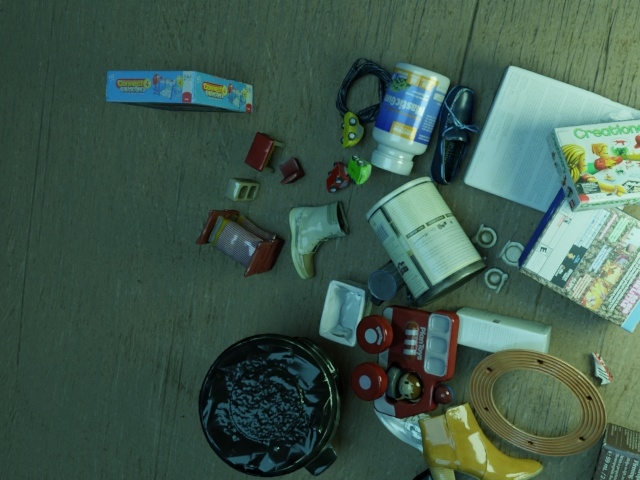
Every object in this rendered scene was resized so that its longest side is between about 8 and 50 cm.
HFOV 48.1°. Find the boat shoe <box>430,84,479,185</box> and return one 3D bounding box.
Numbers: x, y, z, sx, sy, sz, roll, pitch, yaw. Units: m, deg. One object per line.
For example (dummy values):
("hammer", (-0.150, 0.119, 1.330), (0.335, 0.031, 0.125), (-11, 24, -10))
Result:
("boat shoe", (0.357, -0.265, 1.845), (0.109, 0.089, 0.258), (2, 107, -12))

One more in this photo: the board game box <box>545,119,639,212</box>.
("board game box", (0.682, -0.173, 1.608), (0.305, 0.053, 0.193), (-7, 66, -10))

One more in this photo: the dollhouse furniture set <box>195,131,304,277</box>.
("dollhouse furniture set", (-0.186, -0.108, 2.088), (0.201, 0.152, 0.374), (30, 106, 20))

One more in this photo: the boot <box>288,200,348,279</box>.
("boot", (0.000, 0.000, 2.052), (0.165, 0.077, 0.213), (-8, 88, 24))

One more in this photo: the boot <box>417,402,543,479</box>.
("boot", (0.411, 0.524, 1.851), (0.295, 0.104, 0.211), (-10, 81, 0))

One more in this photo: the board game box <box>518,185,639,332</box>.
("board game box", (0.650, 0.032, 1.679), (0.291, 0.141, 0.232), (30, 106, 8))

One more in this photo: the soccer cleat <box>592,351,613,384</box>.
("soccer cleat", (0.690, 0.317, 1.774), (0.035, 0.029, 0.083), (-32, 85, 20))

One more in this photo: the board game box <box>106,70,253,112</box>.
("board game box", (-0.403, -0.430, 2.085), (0.308, 0.302, 0.086), (6, 96, 24))

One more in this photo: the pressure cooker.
("pressure cooker", (-0.128, 0.452, 1.975), (0.375, 0.420, 0.370), (2, 74, 4))

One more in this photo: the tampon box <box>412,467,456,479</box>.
("tampon box", (0.320, 0.701, 1.926), (0.101, 0.120, 0.161), (-41, 77, 23))

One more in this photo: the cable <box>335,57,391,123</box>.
("cable", (0.121, -0.401, 1.986), (0.150, 0.047, 0.184), (36, 112, 10))

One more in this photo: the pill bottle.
("pill bottle", (0.225, -0.315, 1.879), (0.152, 0.152, 0.272), (23, 102, 22))

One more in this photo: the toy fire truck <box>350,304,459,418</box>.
("toy fire truck", (0.232, 0.319, 1.865), (0.254, 0.169, 0.302), (8, 93, 39))

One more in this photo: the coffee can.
("coffee can", (0.270, 0.004, 1.846), (0.201, 0.201, 0.275), (-36, 76, 23))

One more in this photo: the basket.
("basket", (0.079, 0.197, 2.013), (0.113, 0.103, 0.167), (16, 101, 23))

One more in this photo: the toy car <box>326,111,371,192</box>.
("toy car", (0.090, -0.207, 1.935), (0.225, 0.053, 0.239), (-120, 41, -59))

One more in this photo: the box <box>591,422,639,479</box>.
("box", (0.752, 0.559, 1.685), (0.203, 0.167, 0.169), (15, 100, 24))

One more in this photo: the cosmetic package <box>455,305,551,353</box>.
("cosmetic package", (0.462, 0.238, 1.828), (0.231, 0.117, 0.086), (10, 100, 23))

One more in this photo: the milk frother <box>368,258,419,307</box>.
("milk frother", (0.217, 0.126, 1.923), (0.143, 0.134, 0.129), (18, 115, 25))

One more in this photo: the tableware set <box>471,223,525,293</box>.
("tableware set", (0.446, 0.044, 1.874), (0.168, 0.020, 0.141), (35, 107, 19))

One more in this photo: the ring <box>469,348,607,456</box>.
("ring", (0.536, 0.400, 1.779), (0.336, 0.032, 0.337), (17, 127, 23))

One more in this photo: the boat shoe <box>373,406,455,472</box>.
("boat shoe", (0.274, 0.512, 1.952), (0.277, 0.098, 0.096), (36, 107, 9))

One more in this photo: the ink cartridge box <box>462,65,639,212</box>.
("ink cartridge box", (0.586, -0.224, 1.774), (0.385, 0.091, 0.308), (21, 102, 5))
